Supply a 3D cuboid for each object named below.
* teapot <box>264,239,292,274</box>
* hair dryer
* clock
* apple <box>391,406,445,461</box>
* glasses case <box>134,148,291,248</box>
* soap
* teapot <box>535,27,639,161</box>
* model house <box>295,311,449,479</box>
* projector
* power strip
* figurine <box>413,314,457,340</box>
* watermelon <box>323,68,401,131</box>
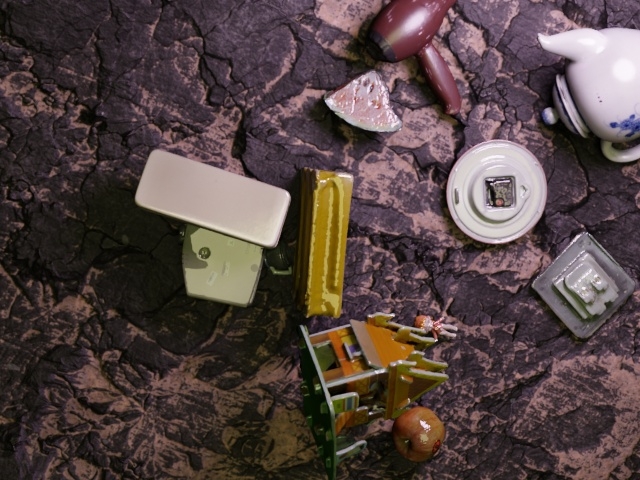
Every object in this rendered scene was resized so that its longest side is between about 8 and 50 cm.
[{"bbox_3d":[-0.097,0.043,1.788,0.057,0.066,0.088,-12,122,14],"label":"teapot"},{"bbox_3d":[0.287,-0.421,1.768,0.312,0.123,0.340,-38,111,-12],"label":"hair dryer"},{"bbox_3d":[0.410,-0.112,1.828,0.244,0.056,0.244,-1,97,-8],"label":"clock"},{"bbox_3d":[0.230,0.455,1.849,0.102,0.126,0.126,-26,101,-37],"label":"apple"},{"bbox_3d":[-0.226,-0.086,1.664,0.312,0.070,0.131,17,84,-2],"label":"glasses case"},{"bbox_3d":[0.000,0.000,1.723,0.091,0.199,0.315,4,95,-12],"label":"soap"},{"bbox_3d":[0.625,-0.329,1.747,0.280,0.252,0.424,-25,127,30],"label":"teapot"},{"bbox_3d":[0.124,0.341,1.714,0.312,0.242,0.358,-11,133,-10],"label":"model house"},{"bbox_3d":[-0.216,0.001,1.742,0.193,0.088,0.270,12,89,-4],"label":"projector"},{"bbox_3d":[0.641,0.114,1.879,0.213,0.064,0.198,44,89,-9],"label":"power strip"},{"bbox_3d":[0.272,0.206,1.857,0.109,0.047,0.064,16,88,-18],"label":"figurine"},{"bbox_3d":[0.105,-0.314,1.763,0.187,0.071,0.139,22,87,-1],"label":"watermelon"}]
